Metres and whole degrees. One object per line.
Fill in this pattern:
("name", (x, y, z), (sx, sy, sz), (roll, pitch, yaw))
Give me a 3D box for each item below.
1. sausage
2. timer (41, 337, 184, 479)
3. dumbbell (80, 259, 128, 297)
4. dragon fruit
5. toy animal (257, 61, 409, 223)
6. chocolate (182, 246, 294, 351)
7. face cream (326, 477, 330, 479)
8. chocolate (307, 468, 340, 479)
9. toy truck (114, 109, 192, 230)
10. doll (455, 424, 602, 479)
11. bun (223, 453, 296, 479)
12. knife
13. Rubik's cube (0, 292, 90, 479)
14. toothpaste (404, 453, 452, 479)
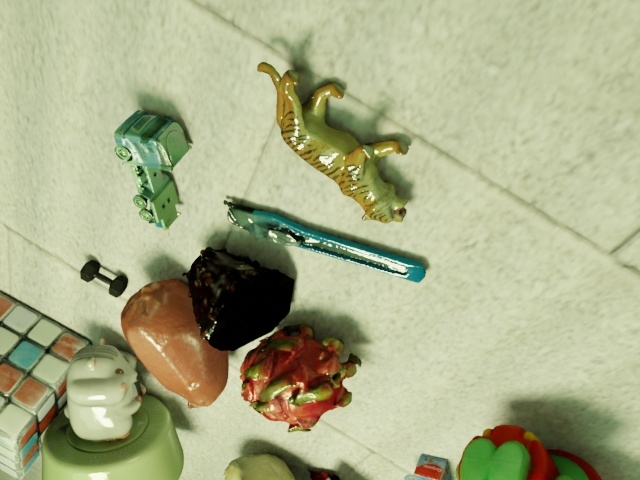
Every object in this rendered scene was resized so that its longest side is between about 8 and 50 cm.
("sausage", (-0.240, 0.169, 1.118), (0.148, 0.148, 0.255), (2, 135, 29))
("timer", (-0.435, 0.355, 1.353), (0.290, 0.291, 0.316), (11, 115, 22))
("dumbbell", (-0.383, 0.068, 1.175), (0.083, 0.040, 0.036), (28, 108, 4))
("dragon fruit", (-0.027, 0.211, 1.021), (0.171, 0.166, 0.160), (0, 92, 45))
("toy animal", (0.016, -0.107, 0.748), (0.241, 0.057, 0.099), (38, 139, -9))
("chocolate", (-0.136, 0.065, 0.980), (0.133, 0.156, 0.156), (46, 147, 30))
("face cream", (-0.004, 0.597, 1.401), (0.136, 0.086, 0.385), (62, 153, 19))
("chocolate", (0.032, 0.541, 1.397), (0.086, 0.028, 0.183), (3, 134, 33))
("toy truck", (-0.215, -0.086, 0.900), (0.081, 0.067, 0.175), (13, 136, 18))
("doll", (0.343, 0.402, 0.973), (0.182, 0.160, 0.363), (-17, 122, 42))
("bun", (-0.113, 0.569, 1.368), (0.152, 0.260, 0.259), (-3, 143, -20))
("knife", (-0.001, 0.001, 0.888), (0.296, 0.026, 0.044), (17, 125, 17))
("Rubik's cube", (-0.669, 0.312, 1.424), (0.258, 0.253, 0.256), (29, 140, 4))
("toothpaste", (0.204, 0.462, 1.203), (0.070, 0.044, 0.194), (5, 133, 29))
